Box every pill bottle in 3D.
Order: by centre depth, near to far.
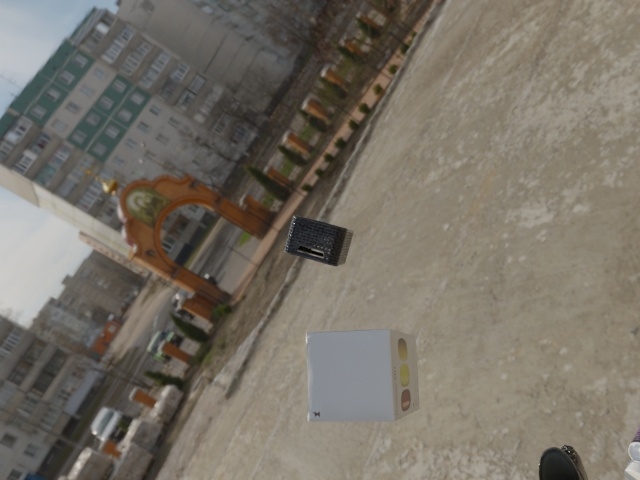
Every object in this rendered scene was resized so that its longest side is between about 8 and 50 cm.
[{"bbox_3d":[0.764,0.462,1.267,0.193,0.108,0.108,-47,8,-21],"label":"pill bottle"}]

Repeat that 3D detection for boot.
[{"bbox_3d":[0.616,0.584,1.412,0.091,0.263,0.229,-20,7,25],"label":"boot"}]

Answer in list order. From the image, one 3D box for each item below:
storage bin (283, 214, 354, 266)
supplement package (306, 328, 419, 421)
[{"bbox_3d":[0.000,0.000,1.267,0.180,0.122,0.084,6,-80,-81],"label":"storage bin"},{"bbox_3d":[0.078,0.222,0.936,0.244,0.134,0.139,32,-126,-69],"label":"supplement package"}]
